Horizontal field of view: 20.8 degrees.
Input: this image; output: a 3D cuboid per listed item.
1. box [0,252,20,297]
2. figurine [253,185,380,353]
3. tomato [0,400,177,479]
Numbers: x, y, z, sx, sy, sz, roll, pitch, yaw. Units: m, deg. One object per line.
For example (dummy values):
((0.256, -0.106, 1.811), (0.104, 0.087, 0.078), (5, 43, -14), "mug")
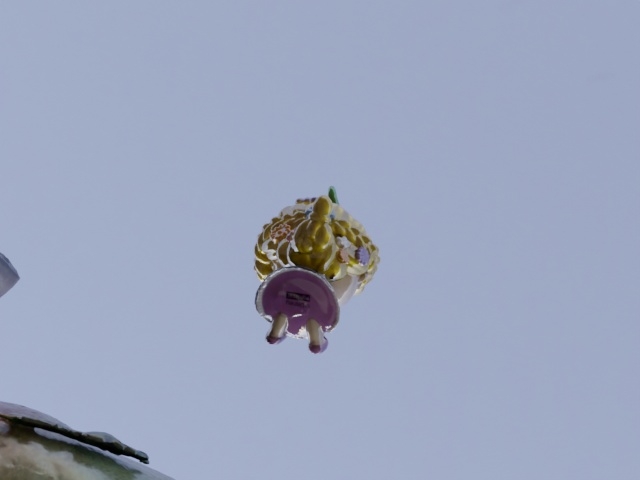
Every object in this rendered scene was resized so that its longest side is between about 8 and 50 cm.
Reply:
((-0.238, -0.044, 0.510), (0.153, 0.252, 0.188), (-43, -136, -9), "box")
((0.000, 0.000, 1.309), (0.095, 0.156, 0.115), (19, -64, 6), "figurine")
((-0.203, 0.245, 1.198), (0.239, 0.303, 0.303), (-41, -111, 58), "tomato")
